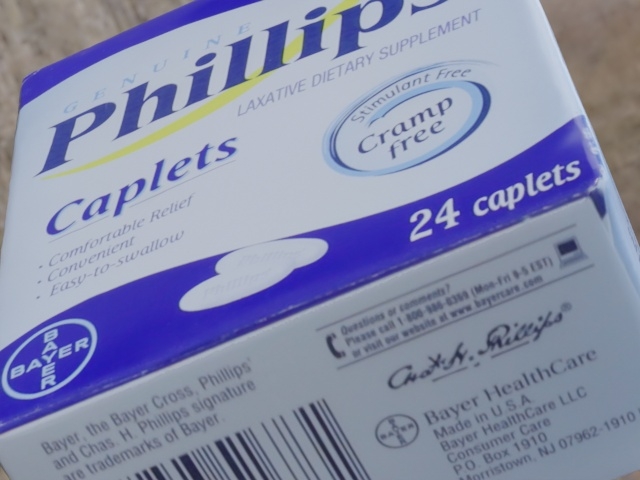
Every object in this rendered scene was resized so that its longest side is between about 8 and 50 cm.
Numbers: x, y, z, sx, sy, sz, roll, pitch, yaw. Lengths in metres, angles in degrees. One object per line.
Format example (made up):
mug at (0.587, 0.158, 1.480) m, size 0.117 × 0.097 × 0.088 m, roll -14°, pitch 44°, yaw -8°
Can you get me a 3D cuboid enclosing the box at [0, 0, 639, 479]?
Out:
box at (0.000, 0.000, 0.379) m, size 0.137 × 0.126 × 0.072 m, roll -99°, pitch 165°, yaw -56°
